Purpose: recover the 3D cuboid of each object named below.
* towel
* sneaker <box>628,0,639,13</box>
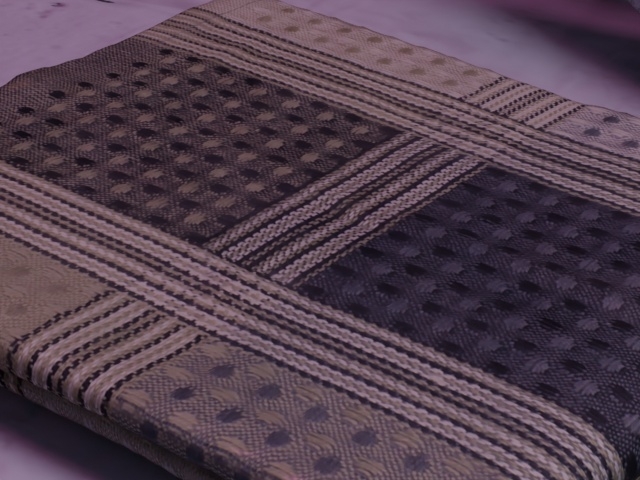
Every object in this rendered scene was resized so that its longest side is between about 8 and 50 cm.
[{"bbox_3d":[0.000,0.000,0.585,0.324,0.056,0.312,24,35,30],"label":"towel"},{"bbox_3d":[0.237,-0.217,0.821,0.210,0.137,0.366,-19,61,-20],"label":"sneaker"}]
